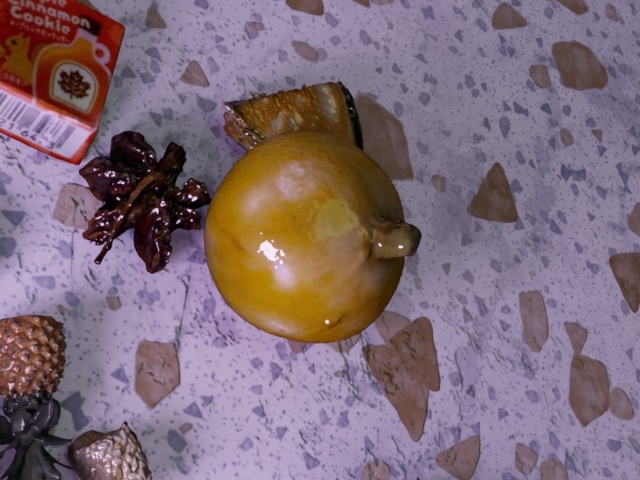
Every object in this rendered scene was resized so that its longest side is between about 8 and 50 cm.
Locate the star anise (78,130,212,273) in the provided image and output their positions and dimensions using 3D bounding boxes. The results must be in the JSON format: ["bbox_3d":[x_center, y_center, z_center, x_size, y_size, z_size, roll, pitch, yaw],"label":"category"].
[{"bbox_3d":[-0.255,-0.067,1.827,0.190,0.126,0.220,5,64,-39],"label":"star anise"}]

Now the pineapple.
[{"bbox_3d":[-0.374,0.238,1.595,0.130,0.119,0.277,4,68,-29],"label":"pineapple"}]

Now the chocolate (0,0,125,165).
[{"bbox_3d":[-0.420,-0.266,1.805,0.237,0.108,0.235,25,55,-24],"label":"chocolate"}]

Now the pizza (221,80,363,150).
[{"bbox_3d":[-0.031,-0.144,2.063,0.287,0.074,0.251,-13,77,-39],"label":"pizza"}]

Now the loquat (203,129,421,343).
[{"bbox_3d":[0.000,0.000,1.844,0.328,0.359,0.328,-5,97,-50],"label":"loquat"}]

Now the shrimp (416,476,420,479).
[{"bbox_3d":[0.133,0.496,1.869,0.077,0.168,0.317,10,37,6],"label":"shrimp"}]

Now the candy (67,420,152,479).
[{"bbox_3d":[-0.283,0.304,1.651,0.085,0.095,0.110,-28,93,-45],"label":"candy"}]
